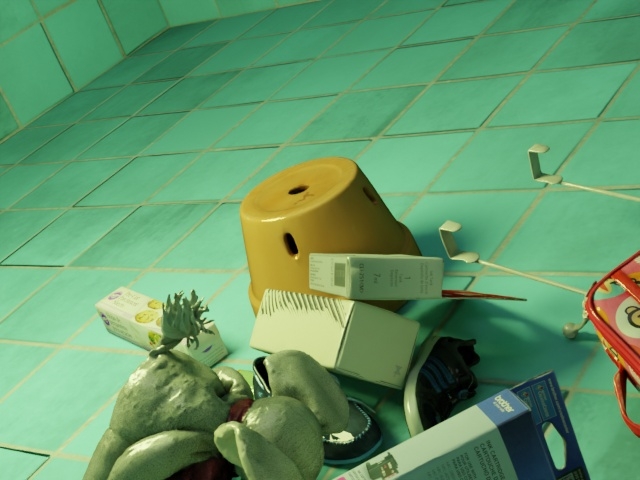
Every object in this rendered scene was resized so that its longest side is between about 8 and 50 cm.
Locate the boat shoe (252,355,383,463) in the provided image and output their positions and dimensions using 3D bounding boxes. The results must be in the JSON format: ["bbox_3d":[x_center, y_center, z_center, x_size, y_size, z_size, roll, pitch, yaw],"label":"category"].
[{"bbox_3d":[-0.024,0.223,1.497,0.109,0.089,0.258,-37,29,-29],"label":"boat shoe"}]

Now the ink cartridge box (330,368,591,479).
[{"bbox_3d":[0.139,0.279,1.138,0.311,0.185,0.065,-27,22,-11],"label":"ink cartridge box"}]

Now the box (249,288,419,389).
[{"bbox_3d":[0.012,0.130,1.534,0.275,0.113,0.094,2,74,62],"label":"box"}]

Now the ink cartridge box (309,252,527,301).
[{"bbox_3d":[0.124,0.048,1.544,0.239,0.060,0.275,0,0,-11],"label":"ink cartridge box"}]

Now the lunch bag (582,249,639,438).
[{"bbox_3d":[0.433,0.121,1.222,0.258,0.120,0.293,-34,44,-3],"label":"lunch bag"}]

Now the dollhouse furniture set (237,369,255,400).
[{"bbox_3d":[-0.136,0.219,1.631,0.076,0.058,0.151,-5,30,31],"label":"dollhouse furniture set"}]

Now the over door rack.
[{"bbox_3d":[0.366,0.012,1.545,0.324,0.108,0.239,27,51,32],"label":"over door rack"}]

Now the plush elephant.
[{"bbox_3d":[-0.107,0.244,1.330,0.255,0.330,0.272,30,30,15],"label":"plush elephant"}]

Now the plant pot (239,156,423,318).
[{"bbox_3d":[0.000,0.000,1.790,0.291,0.203,0.291,-18,24,8],"label":"plant pot"}]

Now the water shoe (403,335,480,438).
[{"bbox_3d":[0.159,0.185,1.444,0.080,0.073,0.203,-7,31,19],"label":"water shoe"}]

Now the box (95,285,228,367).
[{"bbox_3d":[-0.272,0.146,1.883,0.067,0.063,0.324,-34,27,-27],"label":"box"}]
